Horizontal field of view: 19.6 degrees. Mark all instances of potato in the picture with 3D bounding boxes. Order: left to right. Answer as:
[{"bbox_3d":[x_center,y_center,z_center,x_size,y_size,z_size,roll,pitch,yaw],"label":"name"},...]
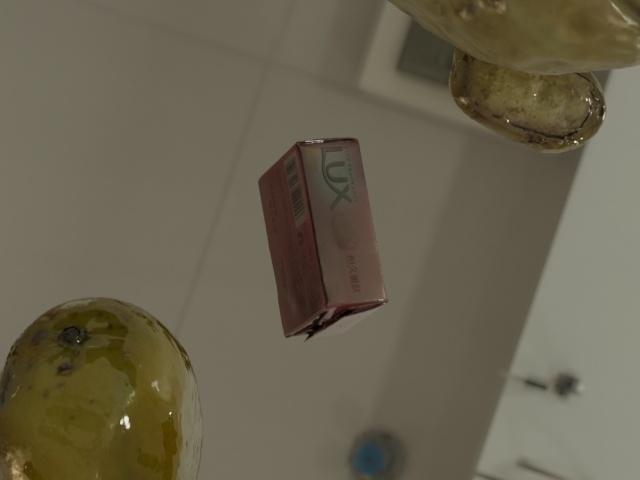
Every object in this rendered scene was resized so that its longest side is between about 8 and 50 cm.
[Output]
[{"bbox_3d":[0.214,-0.153,1.921,0.080,0.170,0.107,125,-16,-84],"label":"potato"}]

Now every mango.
[{"bbox_3d":[-0.111,0.103,0.972,0.195,0.098,0.137,71,17,-70],"label":"mango"}]

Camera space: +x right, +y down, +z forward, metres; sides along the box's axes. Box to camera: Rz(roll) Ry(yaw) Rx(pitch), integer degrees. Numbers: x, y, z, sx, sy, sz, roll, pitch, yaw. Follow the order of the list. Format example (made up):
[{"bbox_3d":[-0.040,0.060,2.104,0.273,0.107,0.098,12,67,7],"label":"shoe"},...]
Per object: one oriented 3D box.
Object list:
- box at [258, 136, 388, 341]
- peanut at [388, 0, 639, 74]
[{"bbox_3d":[0.000,0.000,1.527,0.111,0.060,0.156,144,-60,-63],"label":"box"},{"bbox_3d":[0.046,-0.204,0.903,0.158,0.340,0.174,-44,171,-24],"label":"peanut"}]
